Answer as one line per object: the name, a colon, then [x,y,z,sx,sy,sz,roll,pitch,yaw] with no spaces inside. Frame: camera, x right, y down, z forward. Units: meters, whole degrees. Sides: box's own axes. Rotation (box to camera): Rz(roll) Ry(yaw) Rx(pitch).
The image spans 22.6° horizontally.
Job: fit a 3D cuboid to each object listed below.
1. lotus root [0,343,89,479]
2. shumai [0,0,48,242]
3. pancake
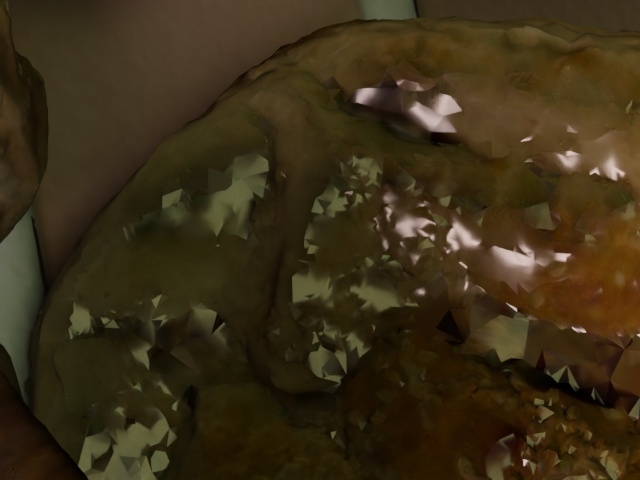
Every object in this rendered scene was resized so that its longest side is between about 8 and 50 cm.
lotus root: [-0.119,0.151,0.494,0.180,0.188,0.199,-38,123,-14]
shumai: [-0.185,-0.071,0.552,0.161,0.153,0.209,-42,100,-10]
pancake: [0.066,0.081,0.623,0.387,0.082,0.386,-1,76,4]
